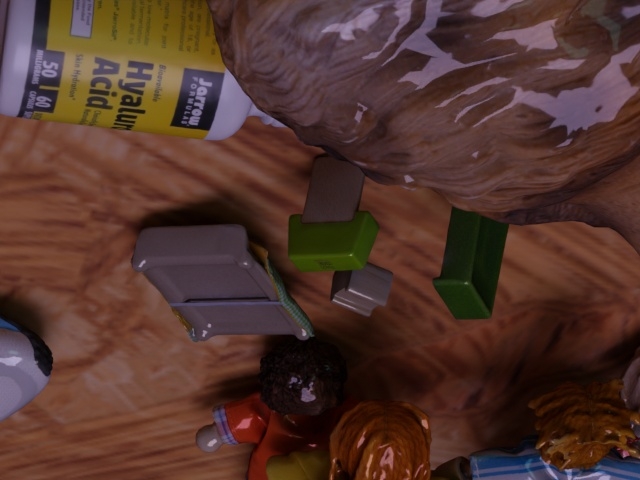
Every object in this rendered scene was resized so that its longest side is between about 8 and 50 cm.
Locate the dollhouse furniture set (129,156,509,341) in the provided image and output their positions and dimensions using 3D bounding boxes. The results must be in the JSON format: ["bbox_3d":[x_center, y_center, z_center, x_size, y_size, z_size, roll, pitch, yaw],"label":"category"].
[{"bbox_3d":[0.000,0.000,0.813,0.151,0.059,0.076,-2,149,25],"label":"dollhouse furniture set"}]

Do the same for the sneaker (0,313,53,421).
[{"bbox_3d":[-0.204,0.091,0.844,0.190,0.083,0.071,-20,135,12],"label":"sneaker"}]

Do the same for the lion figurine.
[{"bbox_3d":[0.150,-0.032,0.699,0.240,0.142,0.392,-35,125,11],"label":"lion figurine"}]

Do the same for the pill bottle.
[{"bbox_3d":[-0.058,-0.071,0.697,0.116,0.065,0.065,6,136,-13],"label":"pill bottle"}]

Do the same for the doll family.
[{"bbox_3d":[0.076,0.118,0.878,0.263,0.118,0.163,0,137,-7],"label":"doll family"}]
